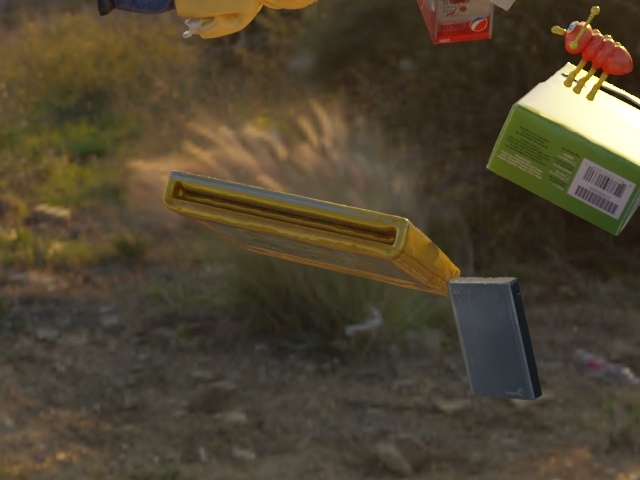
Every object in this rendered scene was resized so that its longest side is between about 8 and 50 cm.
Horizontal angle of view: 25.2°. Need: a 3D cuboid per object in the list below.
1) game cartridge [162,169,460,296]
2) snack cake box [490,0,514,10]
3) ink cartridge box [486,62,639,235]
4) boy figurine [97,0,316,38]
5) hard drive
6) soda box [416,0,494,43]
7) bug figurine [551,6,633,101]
[{"bbox_3d":[0.000,0.000,1.695,0.285,0.052,0.324,12,-8,18],"label":"game cartridge"},{"bbox_3d":[0.198,-0.383,1.485,0.152,0.089,0.264,33,60,-1],"label":"snack cake box"},{"bbox_3d":[0.350,-0.125,1.851,0.189,0.097,0.255,29,28,13],"label":"ink cartridge box"},{"bbox_3d":[-0.131,-0.332,1.746,0.285,0.177,0.092,0,29,3],"label":"boy figurine"},{"bbox_3d":[0.192,0.108,1.578,0.022,0.135,0.094,-22,13,-38],"label":"hard drive"},{"bbox_3d":[0.183,-0.398,2.125,0.092,0.083,0.263,-6,41,-6],"label":"soda box"},{"bbox_3d":[0.411,-0.278,1.717,0.216,0.072,0.279,28,70,0],"label":"bug figurine"}]
